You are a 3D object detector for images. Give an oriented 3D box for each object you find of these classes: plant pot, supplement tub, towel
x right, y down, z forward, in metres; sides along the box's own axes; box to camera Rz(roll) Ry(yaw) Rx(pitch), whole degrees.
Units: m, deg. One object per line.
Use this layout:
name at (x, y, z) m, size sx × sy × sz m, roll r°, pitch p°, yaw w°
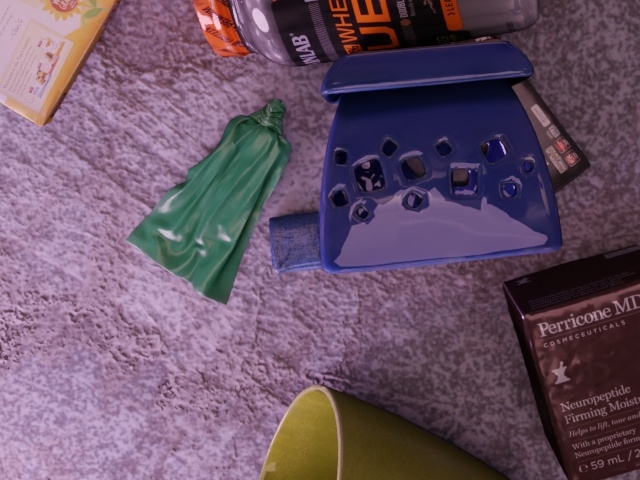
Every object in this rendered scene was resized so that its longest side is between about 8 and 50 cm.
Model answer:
plant pot at (0.102, 0.326, 1.446) m, size 0.293 × 0.275 × 0.275 m, roll 15°, pitch 101°, yaw -17°
supplement tub at (0.046, -0.293, 1.324) m, size 0.338 × 0.207 × 0.207 m, roll -8°, pitch 101°, yaw 13°
towel at (0.000, 0.000, 1.484) m, size 0.119 × 0.029 × 0.067 m, roll -5°, pitch 100°, yaw 2°
plant pot at (0.109, -0.087, 1.312) m, size 0.236 × 0.236 × 0.212 m, roll -5°, pitch 94°, yaw 3°

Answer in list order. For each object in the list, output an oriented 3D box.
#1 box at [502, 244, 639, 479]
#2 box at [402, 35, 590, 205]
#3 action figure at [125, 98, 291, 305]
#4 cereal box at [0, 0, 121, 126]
box at (0.316, 0.134, 1.434) m, size 0.168 × 0.167 × 0.203 m, roll -17°, pitch 100°, yaw 4°
box at (0.160, -0.123, 1.444) m, size 0.183 × 0.056 × 0.231 m, roll -36°, pitch 98°, yaw 7°
action figure at (-0.103, -0.059, 1.458) m, size 0.137 × 0.063 × 0.232 m, roll 32°, pitch 103°, yaw -3°
cereal box at (-0.362, -0.259, 1.409) m, size 0.240 × 0.047 × 0.173 m, roll 32°, pitch 99°, yaw -5°
